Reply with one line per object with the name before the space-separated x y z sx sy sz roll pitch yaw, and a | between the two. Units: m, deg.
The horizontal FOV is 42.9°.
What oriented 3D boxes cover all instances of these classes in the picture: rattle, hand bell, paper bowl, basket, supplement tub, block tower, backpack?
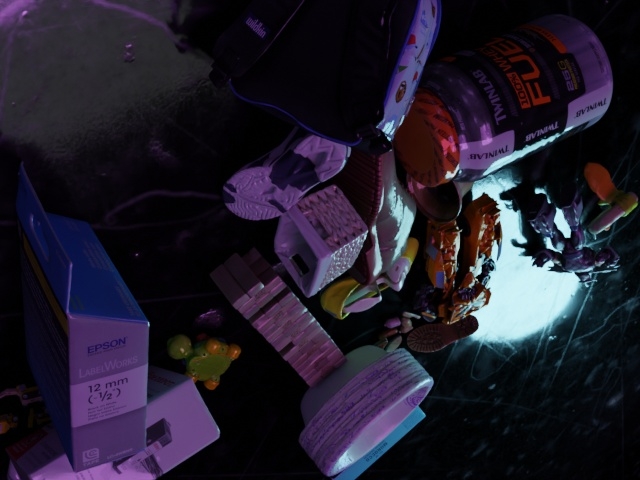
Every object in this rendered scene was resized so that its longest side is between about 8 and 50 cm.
rattle | 0.620 -0.085 1.836 0.130 0.142 0.199 -57 172 5
hand bell | 0.285 -0.142 1.504 0.242 0.126 0.126 -33 138 -31
paper bowl | 0.075 0.320 1.613 0.284 0.148 0.284 -35 158 -16
basket | 0.000 0.000 1.331 0.103 0.113 0.167 -29 163 -20
supplement tub | 0.290 -0.226 1.342 0.338 0.207 0.207 -26 135 -19
block tower | -0.063 0.145 1.450 0.091 0.097 0.335 -40 138 -3
backpack | 0.036 -0.272 1.087 0.263 0.276 0.213 -67 163 14

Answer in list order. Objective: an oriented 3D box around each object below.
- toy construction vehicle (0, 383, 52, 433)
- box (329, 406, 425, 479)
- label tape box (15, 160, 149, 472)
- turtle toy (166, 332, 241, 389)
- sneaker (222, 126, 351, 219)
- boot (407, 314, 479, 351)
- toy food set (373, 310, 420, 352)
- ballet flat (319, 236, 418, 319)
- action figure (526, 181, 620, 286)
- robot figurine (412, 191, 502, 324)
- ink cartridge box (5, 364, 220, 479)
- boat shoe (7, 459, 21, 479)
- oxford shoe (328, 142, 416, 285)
toy construction vehicle | -0.469 0.263 1.285 0.098 0.035 0.086 -12 137 -31
box | 0.103 0.422 1.787 0.244 0.100 0.060 -41 136 -4
label tape box | -0.323 0.096 1.100 0.115 0.249 0.348 -10 128 -31
turtle toy | -0.206 0.197 1.402 0.130 0.066 0.095 25 105 -45
sneaker | -0.038 -0.124 1.262 0.235 0.153 0.094 -34 101 34
boot | 0.263 0.205 1.768 0.157 0.059 0.084 -15 171 -2
toy food set | 0.151 0.191 1.703 0.078 0.019 0.122 20 116 -44
ballet flat | 0.108 0.078 1.537 0.231 0.077 0.077 -30 135 -15
action figure | 0.539 0.009 1.766 0.185 0.099 0.285 -12 132 29
robot figurine | 0.284 0.053 1.644 0.211 0.085 0.291 -24 134 -20
ink cartridge box | -0.323 0.315 1.268 0.272 0.197 0.114 -28 102 -28
boat shoe | -0.406 0.363 1.368 0.226 0.083 0.076 -10 129 -30
oxford shoe | 0.097 -0.079 1.390 0.130 0.123 0.348 -30 145 -24
